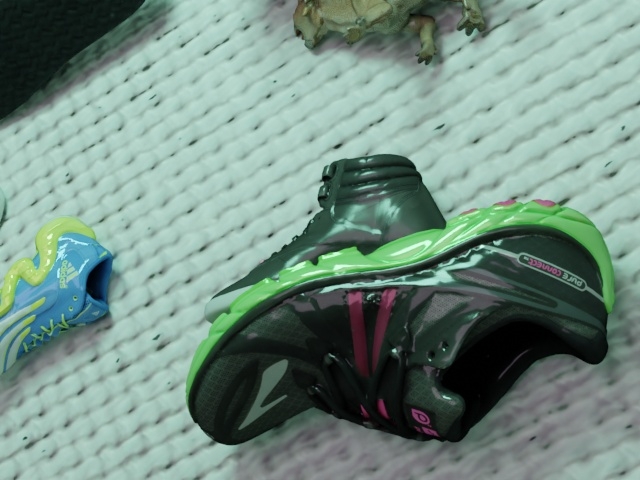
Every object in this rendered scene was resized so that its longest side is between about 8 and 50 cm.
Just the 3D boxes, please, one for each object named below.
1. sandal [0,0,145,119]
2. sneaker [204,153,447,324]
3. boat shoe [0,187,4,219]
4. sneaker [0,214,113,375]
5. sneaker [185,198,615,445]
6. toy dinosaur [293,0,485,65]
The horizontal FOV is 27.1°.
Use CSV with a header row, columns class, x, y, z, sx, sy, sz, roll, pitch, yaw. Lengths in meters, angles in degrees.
class,x,y,z,sx,sy,sz,roll,pitch,yaw
sandal,-0.409,-0.280,1.788,0.445,0.167,0.107,-26,28,17
sneaker,0.000,0.000,1.487,0.295,0.104,0.147,-20,62,14
boat shoe,-0.508,0.005,1.765,0.219,0.070,0.078,-49,58,4
sneaker,-0.341,0.087,1.637,0.126,0.091,0.240,28,86,32
sneaker,0.069,0.118,1.358,0.482,0.185,0.202,-23,59,20
toy dinosaur,0.089,-0.317,1.543,0.295,0.127,0.200,-33,53,8
